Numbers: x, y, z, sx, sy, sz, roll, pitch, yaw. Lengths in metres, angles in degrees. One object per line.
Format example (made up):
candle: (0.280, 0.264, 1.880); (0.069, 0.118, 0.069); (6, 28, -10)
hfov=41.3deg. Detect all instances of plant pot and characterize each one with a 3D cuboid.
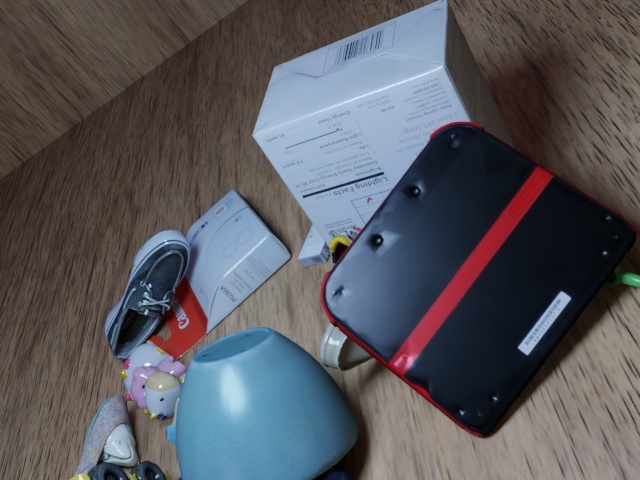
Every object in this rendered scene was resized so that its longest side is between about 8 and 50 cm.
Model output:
plant pot: (-0.106, 0.251, 1.332); (0.290, 0.195, 0.290); (-17, 11, 3)

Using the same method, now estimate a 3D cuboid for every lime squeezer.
lime squeezer: (0.435, 0.028, 1.289); (0.110, 0.059, 0.310); (-10, 29, -11)

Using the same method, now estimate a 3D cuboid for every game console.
game console: (0.220, 0.042, 1.273); (0.342, 0.060, 0.386); (37, 91, 17)

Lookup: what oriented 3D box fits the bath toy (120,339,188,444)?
bath toy: (-0.306, 0.293, 1.658); (0.129, 0.151, 0.348); (-54, 30, -11)

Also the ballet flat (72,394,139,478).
ballet flat: (-0.416, 0.449, 1.647); (0.106, 0.107, 0.316); (3, 54, 23)

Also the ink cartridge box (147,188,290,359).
ink cartridge box: (-0.277, 0.078, 1.942); (0.385, 0.091, 0.308); (-41, 31, -2)

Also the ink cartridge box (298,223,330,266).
ink cartridge box: (0.000, 0.000, 1.797); (0.063, 0.029, 0.115); (-14, 40, 38)

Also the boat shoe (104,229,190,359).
boat shoe: (-0.380, 0.133, 1.911); (0.335, 0.121, 0.119); (-59, 36, 25)

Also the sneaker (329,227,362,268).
sneaker: (0.063, 0.091, 1.477); (0.088, 0.225, 0.093); (-21, -8, 29)

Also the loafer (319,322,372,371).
loafer: (0.119, 0.135, 1.380); (0.268, 0.102, 0.092); (-29, 42, -23)

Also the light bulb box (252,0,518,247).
light bulb box: (0.132, -0.170, 1.516); (0.358, 0.361, 0.225); (-16, 39, 25)

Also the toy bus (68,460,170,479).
toy bus: (-0.335, 0.496, 1.429); (0.149, 0.220, 0.211); (-44, 60, 19)

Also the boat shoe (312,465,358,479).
boat shoe: (-0.063, 0.386, 1.330); (0.258, 0.089, 0.109); (-25, 35, 24)

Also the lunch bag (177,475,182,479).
lunch bag: (-0.204, 0.408, 1.464); (0.098, 0.067, 0.065); (-41, 22, 51)
